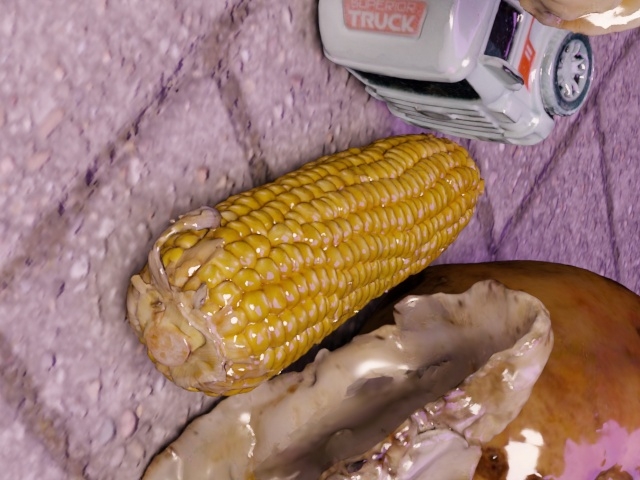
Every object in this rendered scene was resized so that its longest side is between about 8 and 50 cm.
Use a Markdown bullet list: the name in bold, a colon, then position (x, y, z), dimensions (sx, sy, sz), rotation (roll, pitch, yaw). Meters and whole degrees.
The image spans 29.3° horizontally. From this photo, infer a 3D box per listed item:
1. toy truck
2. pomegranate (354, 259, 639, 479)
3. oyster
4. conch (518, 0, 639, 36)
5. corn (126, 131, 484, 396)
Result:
- **toy truck**: position (0.102, -0.222, 0.729), dimensions (0.162, 0.136, 0.305), rotation (21, 85, -51)
- **pomegranate**: position (0.131, 0.150, 0.844), dimensions (0.281, 0.281, 0.281), rotation (-32, 130, -46)
- **oyster**: position (-0.010, 0.154, 0.687), dimensions (0.341, 0.166, 0.110), rotation (-51, 125, -5)
- **conch**: position (0.067, -0.229, 0.558), dimensions (0.263, 0.186, 0.324), rotation (-16, 83, -18)
- **corn**: position (0.000, 0.000, 0.719), dimensions (0.293, 0.106, 0.106), rotation (-31, 130, -51)
